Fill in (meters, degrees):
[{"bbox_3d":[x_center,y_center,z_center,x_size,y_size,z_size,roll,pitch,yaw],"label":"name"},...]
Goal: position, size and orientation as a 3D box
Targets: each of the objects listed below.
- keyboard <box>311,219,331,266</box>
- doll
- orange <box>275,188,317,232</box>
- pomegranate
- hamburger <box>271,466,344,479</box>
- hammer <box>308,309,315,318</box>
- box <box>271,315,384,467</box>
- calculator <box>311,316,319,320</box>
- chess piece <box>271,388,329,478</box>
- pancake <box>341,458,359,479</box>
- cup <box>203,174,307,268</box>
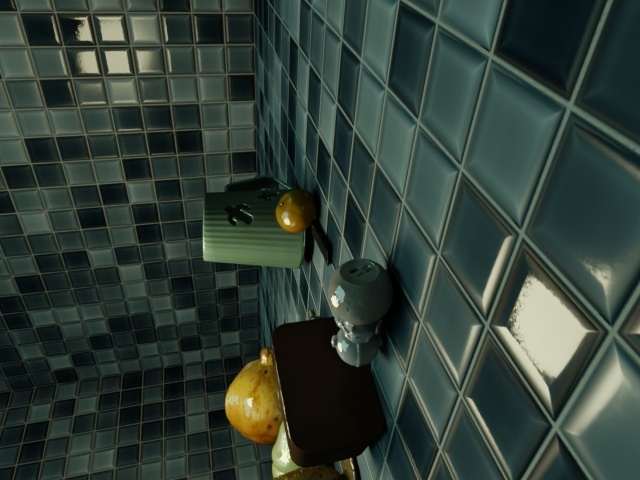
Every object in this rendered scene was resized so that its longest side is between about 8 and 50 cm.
[{"bbox_3d":[0.001,0.000,1.669,0.231,0.023,0.072,-117,17,-58],"label":"keyboard"},{"bbox_3d":[0.087,0.177,1.126,0.151,0.150,0.287,-112,17,-50],"label":"doll"},{"bbox_3d":[-0.085,-0.103,1.709,0.156,0.124,0.156,-48,29,37],"label":"orange"},{"bbox_3d":[-0.221,0.666,2.177,0.410,0.410,0.410,174,90,-77],"label":"pomegranate"},{"bbox_3d":[-0.036,0.889,1.664,0.318,0.276,0.195,99,157,-46],"label":"hamburger"},{"bbox_3d":[-0.033,0.326,1.965,0.035,0.019,0.110,-116,22,-57],"label":"hammer"},{"bbox_3d":[0.006,0.415,1.364,0.229,0.239,0.339,97,161,-53],"label":"box"},{"bbox_3d":[-0.006,0.373,1.820,0.268,0.040,0.177,-167,72,-77],"label":"calculator"},{"bbox_3d":[-0.078,0.686,1.922,0.234,0.234,0.442,-163,72,-76],"label":"chess piece"},{"bbox_3d":[0.094,0.739,1.592,0.199,0.021,0.199,174,90,-78],"label":"pancake"},{"bbox_3d":[-0.251,-0.066,1.951,0.401,0.392,0.310,-113,27,-66],"label":"cup"}]
